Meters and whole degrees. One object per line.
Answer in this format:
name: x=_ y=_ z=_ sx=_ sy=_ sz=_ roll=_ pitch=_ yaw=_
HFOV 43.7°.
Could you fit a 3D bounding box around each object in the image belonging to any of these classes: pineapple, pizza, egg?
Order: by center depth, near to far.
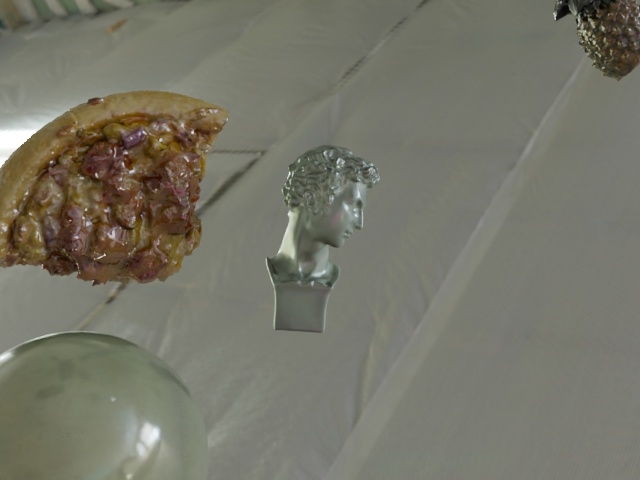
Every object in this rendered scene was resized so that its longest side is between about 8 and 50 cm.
egg: x=-0.207 y=0.185 z=0.672 sx=0.219 sy=0.219 sz=0.269 roll=-32 pitch=-179 yaw=-20
pizza: x=-0.290 y=-0.056 z=1.113 sx=0.408 sy=0.278 sz=0.114 roll=-26 pitch=-163 yaw=-17
pineapple: x=0.415 y=-0.369 z=1.230 sx=0.125 sy=0.251 sz=0.125 roll=-45 pitch=-172 yaw=8

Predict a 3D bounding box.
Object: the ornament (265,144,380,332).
ornament: x=-0.015 y=0.000 z=1.155 sx=0.130 sy=0.285 sz=0.120 roll=19 pitch=-173 yaw=-5
